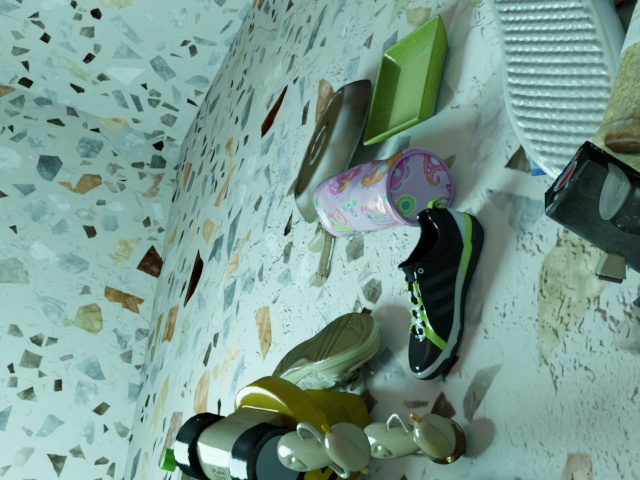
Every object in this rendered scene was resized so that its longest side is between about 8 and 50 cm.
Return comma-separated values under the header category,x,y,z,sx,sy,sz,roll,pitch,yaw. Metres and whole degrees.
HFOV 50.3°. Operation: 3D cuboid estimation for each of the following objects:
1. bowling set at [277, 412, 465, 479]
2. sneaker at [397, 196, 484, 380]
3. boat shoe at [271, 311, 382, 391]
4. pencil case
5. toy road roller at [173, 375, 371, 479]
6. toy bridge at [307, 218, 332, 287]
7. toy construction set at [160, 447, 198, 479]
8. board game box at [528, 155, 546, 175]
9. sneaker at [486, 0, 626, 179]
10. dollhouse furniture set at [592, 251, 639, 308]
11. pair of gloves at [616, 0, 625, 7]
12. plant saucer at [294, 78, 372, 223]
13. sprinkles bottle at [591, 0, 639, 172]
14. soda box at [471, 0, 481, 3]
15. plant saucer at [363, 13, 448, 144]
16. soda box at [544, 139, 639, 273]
category,x,y,z,sx,sy,sz,roll,pitch,yaw
bowling set,0.114,0.244,0.712,0.200,0.287,0.154,-46,11,-36
sneaker,0.135,0.061,0.891,0.084,0.097,0.234,-4,69,67
boat shoe,0.020,0.197,1.103,0.285,0.089,0.104,-36,16,53
pencil case,0.091,-0.067,1.079,0.284,0.124,0.124,-10,64,67
toy road roller,-0.030,0.352,0.973,0.202,0.240,0.329,-8,101,50
toy bridge,0.000,0.000,1.358,0.063,0.026,0.188,-49,32,42
toy construction set,-0.178,0.449,1.157,0.257,0.237,0.309,-17,58,64
board game box,0.249,-0.138,0.799,0.020,0.090,0.090,-7,57,16
sneaker,0.277,-0.223,0.730,0.135,0.150,0.366,-35,57,52
dollhouse furniture set,0.234,0.061,0.470,0.114,0.091,0.081,-17,-60,-72
pair of gloves,0.349,-0.302,0.776,0.083,0.010,0.074,-68,21,3
plant saucer,0.014,-0.185,1.367,0.310,0.050,0.310,-158,90,-79
sprinkles bottle,0.335,-0.222,0.571,0.121,0.121,0.355,3,72,68
soda box,0.253,-0.471,1.071,0.061,0.058,0.181,-25,52,62
plant saucer,0.152,-0.263,1.169,0.188,0.045,0.188,-13,61,65
soda box,0.264,-0.006,0.536,0.060,0.169,0.053,-59,-2,31
